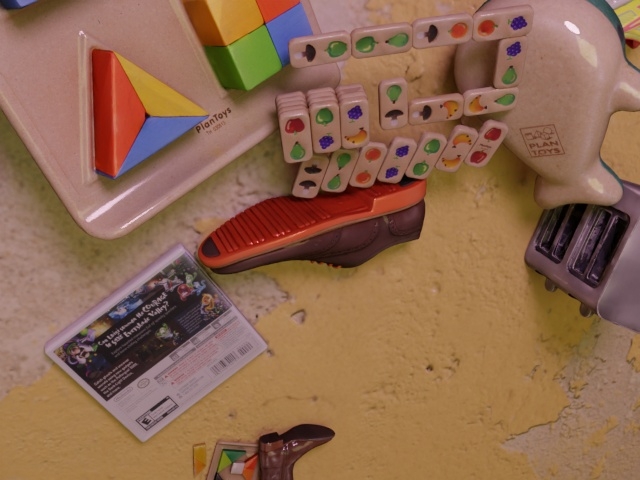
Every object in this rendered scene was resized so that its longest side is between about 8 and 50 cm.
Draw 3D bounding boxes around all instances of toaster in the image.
[{"bbox_3d":[0.363,0.002,0.932,0.110,0.168,0.186,14,106,-23],"label":"toaster"}]

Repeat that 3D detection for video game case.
[{"bbox_3d":[-0.184,0.122,0.868,0.190,0.022,0.173,-37,119,-1],"label":"video game case"}]

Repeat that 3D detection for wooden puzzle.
[{"bbox_3d":[-0.148,-0.219,0.659,0.322,0.080,0.348,-38,119,-22],"label":"wooden puzzle"},{"bbox_3d":[-0.110,0.292,0.968,0.116,0.014,0.079,4,110,-22],"label":"wooden puzzle"}]

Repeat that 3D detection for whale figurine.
[{"bbox_3d":[0.262,-0.161,0.838,0.272,0.216,0.141,59,46,-29],"label":"whale figurine"}]

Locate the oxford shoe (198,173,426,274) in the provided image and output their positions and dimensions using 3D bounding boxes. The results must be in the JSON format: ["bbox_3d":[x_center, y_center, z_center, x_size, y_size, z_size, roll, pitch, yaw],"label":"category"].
[{"bbox_3d":[0.000,0.000,0.846,0.271,0.097,0.098,-17,122,-13],"label":"oxford shoe"}]

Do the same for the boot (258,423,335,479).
[{"bbox_3d":[-0.034,0.300,0.981,0.106,0.037,0.114,-3,108,-17],"label":"boot"}]

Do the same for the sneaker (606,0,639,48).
[{"bbox_3d":[0.379,-0.277,0.883,0.208,0.081,0.094,-20,124,-4],"label":"sneaker"}]

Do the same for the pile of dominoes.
[{"bbox_3d":[0.084,-0.121,0.750,0.251,0.040,0.196,-9,136,-4],"label":"pile of dominoes"}]
